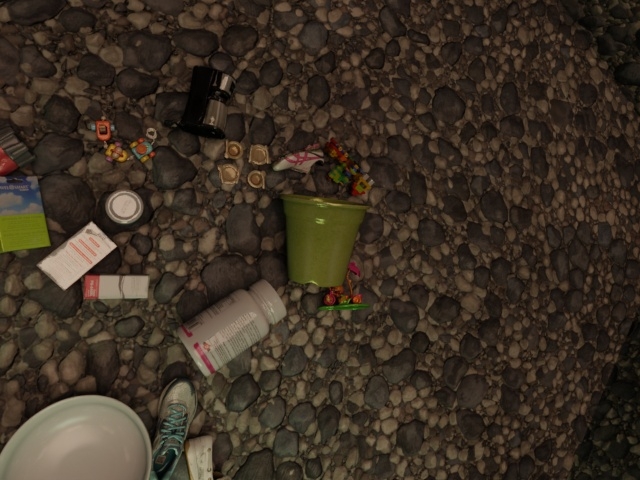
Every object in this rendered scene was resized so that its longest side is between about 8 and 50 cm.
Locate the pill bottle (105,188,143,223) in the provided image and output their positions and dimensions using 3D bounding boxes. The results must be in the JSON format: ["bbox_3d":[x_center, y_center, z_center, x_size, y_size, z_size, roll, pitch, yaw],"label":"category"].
[{"bbox_3d":[-0.510,-0.082,1.114,0.087,0.160,0.087,1,88,-24],"label":"pill bottle"}]

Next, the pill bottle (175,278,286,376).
[{"bbox_3d":[-0.248,0.241,1.225,0.283,0.160,0.160,-33,102,-21],"label":"pill bottle"}]

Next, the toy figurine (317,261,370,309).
[{"bbox_3d":[0.073,0.147,1.422,0.173,0.130,0.159,-3,75,-1],"label":"toy figurine"}]

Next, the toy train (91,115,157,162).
[{"bbox_3d":[-0.536,-0.275,1.171,0.166,0.046,0.125,1,88,-24],"label":"toy train"}]

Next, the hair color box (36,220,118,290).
[{"bbox_3d":[-0.629,0.039,1.116,0.167,0.053,0.093,-45,105,-18],"label":"hair color box"}]

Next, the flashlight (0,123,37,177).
[{"bbox_3d":[-0.840,-0.156,1.001,0.304,0.103,0.103,-38,77,-20],"label":"flashlight"}]

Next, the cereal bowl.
[{"bbox_3d":[-0.587,0.564,1.041,0.338,0.141,0.339,10,57,-16],"label":"cereal bowl"}]

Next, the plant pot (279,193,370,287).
[{"bbox_3d":[0.000,0.000,1.312,0.276,0.276,0.254,3,99,-25],"label":"plant pot"}]

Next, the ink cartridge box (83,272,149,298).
[{"bbox_3d":[-0.533,0.119,1.125,0.150,0.109,0.063,3,86,-24],"label":"ink cartridge box"}]

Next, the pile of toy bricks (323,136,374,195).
[{"bbox_3d":[0.070,-0.235,1.431,0.105,0.118,0.212,-43,125,9],"label":"pile of toy bricks"}]

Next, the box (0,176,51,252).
[{"bbox_3d":[-0.741,-0.065,1.048,0.109,0.042,0.178,-13,94,-55],"label":"box"}]

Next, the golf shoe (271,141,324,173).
[{"bbox_3d":[-0.067,-0.252,1.374,0.186,0.067,0.086,-24,100,-23],"label":"golf shoe"}]

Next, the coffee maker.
[{"bbox_3d":[-0.340,-0.400,1.224,0.171,0.120,0.178,12,83,-23],"label":"coffee maker"}]

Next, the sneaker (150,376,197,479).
[{"bbox_3d":[-0.399,0.523,1.169,0.110,0.122,0.283,16,82,-24],"label":"sneaker"}]

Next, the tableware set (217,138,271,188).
[{"bbox_3d":[-0.233,-0.236,1.323,0.168,0.020,0.141,5,87,-25],"label":"tableware set"}]

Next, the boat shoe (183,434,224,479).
[{"bbox_3d":[-0.318,0.696,1.215,0.096,0.098,0.277,-10,91,-24],"label":"boat shoe"}]
